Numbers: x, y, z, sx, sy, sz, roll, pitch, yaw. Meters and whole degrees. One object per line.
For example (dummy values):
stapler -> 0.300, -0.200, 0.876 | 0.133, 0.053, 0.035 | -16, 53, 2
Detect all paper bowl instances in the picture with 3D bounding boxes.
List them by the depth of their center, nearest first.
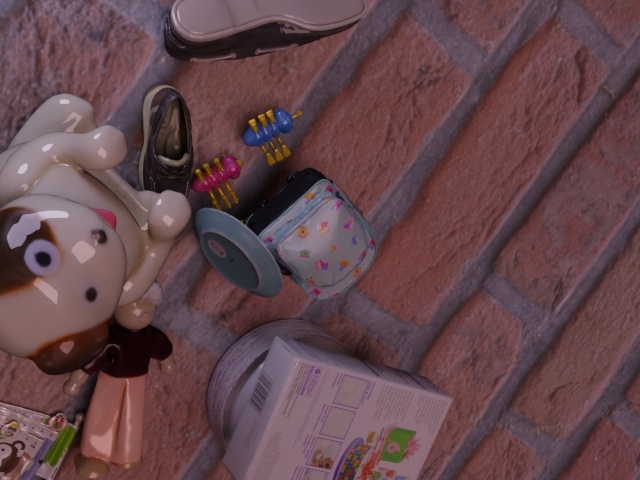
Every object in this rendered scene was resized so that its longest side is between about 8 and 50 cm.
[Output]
paper bowl -> -0.047, 0.294, 1.780 | 0.284, 0.148, 0.284 | -9, 111, -25

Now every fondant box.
fondant box -> 0.032, 0.319, 1.686 | 0.330, 0.096, 0.238 | 19, 98, -30

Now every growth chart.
growth chart -> -0.522, 0.335, 1.634 | 0.237, 0.021, 0.171 | 17, 100, -29

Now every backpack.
backpack -> 0.000, 0.000, 1.621 | 0.166, 0.144, 0.188 | -44, 125, -2

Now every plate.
plate -> -0.139, 0.027, 1.618 | 0.024, 0.188, 0.188 | -47, 123, -28

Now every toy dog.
toy dog -> -0.374, 0.005, 1.354 | 0.395, 0.408, 0.284 | -31, 110, -3

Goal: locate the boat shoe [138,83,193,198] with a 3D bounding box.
boat shoe -> -0.239, -0.130, 1.579 | 0.080, 0.073, 0.223 | -7, 110, -24

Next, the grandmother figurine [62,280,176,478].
grandmother figurine -> -0.316, 0.210, 1.644 | 0.208, 0.104, 0.342 | -13, 118, -54

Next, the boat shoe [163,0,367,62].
boat shoe -> -0.090, -0.348, 1.579 | 0.335, 0.095, 0.112 | -14, 77, -25

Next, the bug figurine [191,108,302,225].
bug figurine -> -0.096, -0.083, 1.667 | 0.216, 0.072, 0.279 | -26, 122, -9
